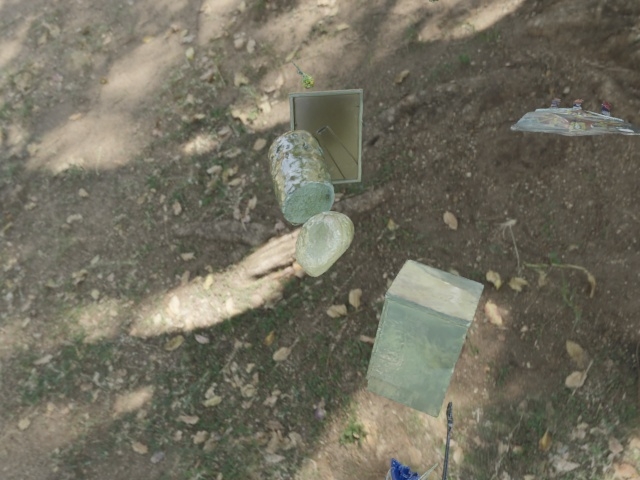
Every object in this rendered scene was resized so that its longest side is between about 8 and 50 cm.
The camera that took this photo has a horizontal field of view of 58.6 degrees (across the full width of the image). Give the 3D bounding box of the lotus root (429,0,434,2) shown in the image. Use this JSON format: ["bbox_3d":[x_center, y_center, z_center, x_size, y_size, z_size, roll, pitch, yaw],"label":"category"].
[{"bbox_3d":[0.198,-0.477,0.904,0.143,0.070,0.144,-33,65,35],"label":"lotus root"}]

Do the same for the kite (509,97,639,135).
[{"bbox_3d":[0.320,-0.155,0.706,0.141,0.015,0.245,11,24,21],"label":"kite"}]

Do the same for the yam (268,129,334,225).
[{"bbox_3d":[-0.035,-0.112,1.031,0.107,0.107,0.194,-19,39,3],"label":"yam"}]

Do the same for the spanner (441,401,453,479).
[{"bbox_3d":[0.282,0.466,1.277,0.012,0.046,0.209,6,84,4],"label":"spanner"}]

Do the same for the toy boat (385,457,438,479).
[{"bbox_3d":[0.177,0.446,1.045,0.091,0.175,0.110,35,97,-3],"label":"toy boat"}]

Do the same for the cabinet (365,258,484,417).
[{"bbox_3d":[0.181,0.171,1.022,0.150,0.206,0.145,19,28,16],"label":"cabinet"}]

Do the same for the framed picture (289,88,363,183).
[{"bbox_3d":[0.016,-0.253,1.427,0.183,0.250,0.016,-6,33,-5],"label":"framed picture"}]

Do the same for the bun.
[{"bbox_3d":[0.000,0.000,0.884,0.069,0.115,0.115,40,70,-8],"label":"bun"}]

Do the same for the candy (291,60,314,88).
[{"bbox_3d":[-0.055,-0.472,1.611,0.035,0.035,0.123,-38,61,8],"label":"candy"}]
